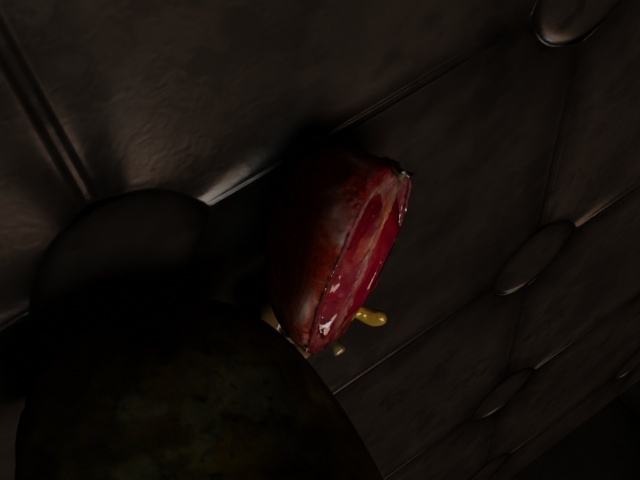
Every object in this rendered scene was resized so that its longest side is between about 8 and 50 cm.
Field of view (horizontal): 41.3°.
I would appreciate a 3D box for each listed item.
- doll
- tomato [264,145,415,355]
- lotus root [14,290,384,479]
[{"bbox_3d":[-0.001,0.065,0.831,0.179,0.102,0.089,-12,179,-41],"label":"doll"},{"bbox_3d":[0.000,0.000,0.709,0.173,0.099,0.189,-65,164,8],"label":"tomato"},{"bbox_3d":[-0.102,0.139,0.647,0.267,0.260,0.149,-11,140,-20],"label":"lotus root"}]
